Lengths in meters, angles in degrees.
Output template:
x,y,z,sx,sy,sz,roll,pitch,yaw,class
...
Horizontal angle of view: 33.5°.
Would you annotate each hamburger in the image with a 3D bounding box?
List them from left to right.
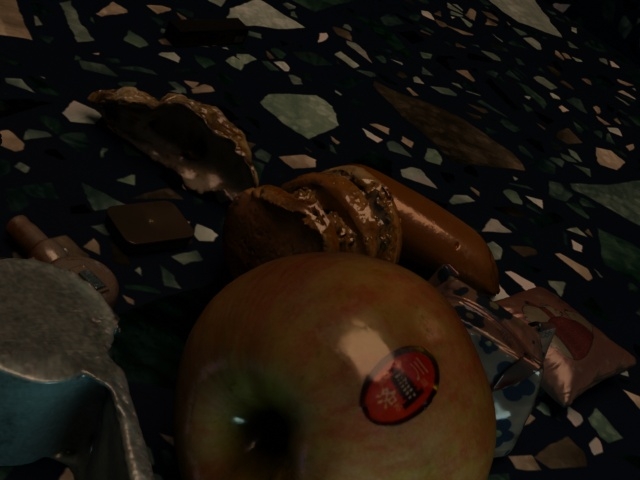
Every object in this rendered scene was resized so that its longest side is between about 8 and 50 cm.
x,y,z,sx,sy,sz,roll,pitch,yaw,class
-0.002,0.007,1.608,0.211,0.260,0.245,-14,70,-51,hamburger

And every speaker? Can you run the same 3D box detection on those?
x,y,z,sx,sy,sz,roll,pitch,yaw,class
-0.238,-0.438,2.238,0.191,0.040,0.046,-14,53,-45,speaker

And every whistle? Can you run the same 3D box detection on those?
x,y,z,sx,sy,sz,roll,pitch,yaw,class
-0.361,0.039,1.490,0.220,0.057,0.107,40,36,23,whistle
-0.298,0.188,1.233,0.404,0.168,0.188,41,37,12,whistle

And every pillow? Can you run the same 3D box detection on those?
x,y,z,sx,sy,sz,roll,pitch,yaw,class
0.395,0.169,1.809,0.236,0.084,0.223,42,38,26,pillow

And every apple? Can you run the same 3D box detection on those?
x,y,z,sx,sy,sz,roll,pitch,yaw,class
0.019,0.200,1.254,0.391,0.391,0.346,46,27,27,apple

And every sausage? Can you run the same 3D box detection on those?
x,y,z,sx,sy,sz,roll,pitch,yaw,class
0.179,-0.014,1.890,0.354,0.116,0.134,28,23,-5,sausage

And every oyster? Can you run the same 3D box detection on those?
x,y,z,sx,sy,sz,roll,pitch,yaw,class
-0.237,-0.181,1.813,0.341,0.166,0.110,22,39,23,oyster

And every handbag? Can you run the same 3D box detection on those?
x,y,z,sx,sy,sz,roll,pitch,yaw,class
0.216,0.172,1.582,0.251,0.193,0.190,29,37,4,handbag

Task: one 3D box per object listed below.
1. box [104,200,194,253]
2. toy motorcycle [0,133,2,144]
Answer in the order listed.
x,y,z,sx,sy,sz,roll,pitch,yaw,class
-0.268,-0.019,1.656,0.126,0.031,0.091,-10,48,-42,box
-0.523,-0.105,1.538,0.058,0.100,0.173,32,36,6,toy motorcycle
